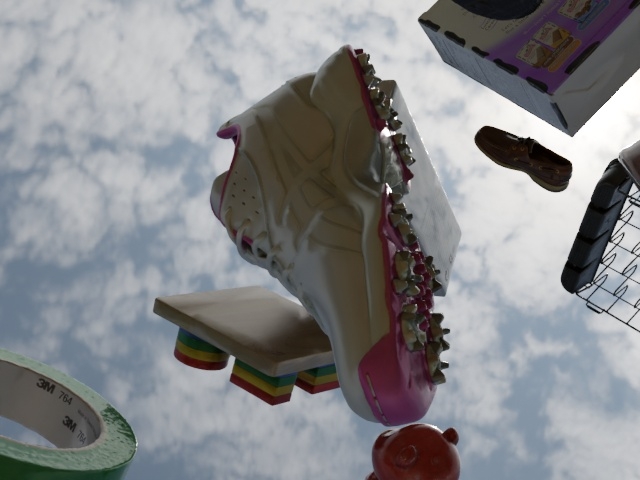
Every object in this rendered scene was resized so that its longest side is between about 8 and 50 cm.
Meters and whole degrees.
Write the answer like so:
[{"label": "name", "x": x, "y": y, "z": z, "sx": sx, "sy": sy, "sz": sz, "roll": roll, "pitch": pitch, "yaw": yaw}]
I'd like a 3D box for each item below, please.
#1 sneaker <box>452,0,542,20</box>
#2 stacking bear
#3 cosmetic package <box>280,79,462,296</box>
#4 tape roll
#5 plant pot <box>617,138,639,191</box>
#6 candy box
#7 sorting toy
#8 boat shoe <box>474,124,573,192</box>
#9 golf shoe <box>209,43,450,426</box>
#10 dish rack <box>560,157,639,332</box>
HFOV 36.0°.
[{"label": "sneaker", "x": 0.121, "y": -0.324, "z": 0.816, "sx": 0.121, "sy": 0.111, "sz": 0.300, "roll": -18, "pitch": -97, "yaw": -39}, {"label": "stacking bear", "x": 0.104, "y": 0.364, "z": 1.309, "sx": 0.175, "sy": 0.289, "sz": 0.164, "roll": -9, "pitch": -143, "yaw": -33}, {"label": "cosmetic package", "x": 0.086, "y": -0.083, "z": 1.818, "sx": 0.230, "sy": 0.453, "sz": 0.162, "roll": 3, "pitch": -123, "yaw": 26}, {"label": "tape roll", "x": -0.381, "y": 0.220, "z": 1.176, "sx": 0.321, "sy": 0.321, "sz": 0.077, "roll": 29, "pitch": -83, "yaw": 21}, {"label": "plant pot", "x": 0.466, "y": -0.047, "z": 0.985, "sx": 0.229, "sy": 0.263, "sz": 0.263, "roll": -36, "pitch": -130, "yaw": 16}, {"label": "candy box", "x": 0.217, "y": -0.213, "z": 0.936, "sx": 0.165, "sy": 0.070, "sz": 0.196, "roll": -45, "pitch": -134, "yaw": -1}, {"label": "sorting toy", "x": -0.095, "y": 0.165, "z": 1.557, "sx": 0.255, "sy": 0.089, "sz": 0.257, "roll": 23, "pitch": -164, "yaw": 33}, {"label": "boat shoe", "x": 0.342, "y": -0.149, "z": 1.645, "sx": 0.178, "sy": 0.060, "sz": 0.064, "roll": 31, "pitch": -125, "yaw": 15}, {"label": "golf shoe", "x": 0.000, "y": 0.000, "z": 0.644, "sx": 0.140, "sy": 0.115, "sz": 0.306, "roll": -18, "pitch": -138, "yaw": 11}, {"label": "dish rack", "x": 0.453, "y": 0.041, "z": 1.288, "sx": 0.271, "sy": 0.208, "sz": 0.074, "roll": 33, "pitch": -137, "yaw": 26}]
